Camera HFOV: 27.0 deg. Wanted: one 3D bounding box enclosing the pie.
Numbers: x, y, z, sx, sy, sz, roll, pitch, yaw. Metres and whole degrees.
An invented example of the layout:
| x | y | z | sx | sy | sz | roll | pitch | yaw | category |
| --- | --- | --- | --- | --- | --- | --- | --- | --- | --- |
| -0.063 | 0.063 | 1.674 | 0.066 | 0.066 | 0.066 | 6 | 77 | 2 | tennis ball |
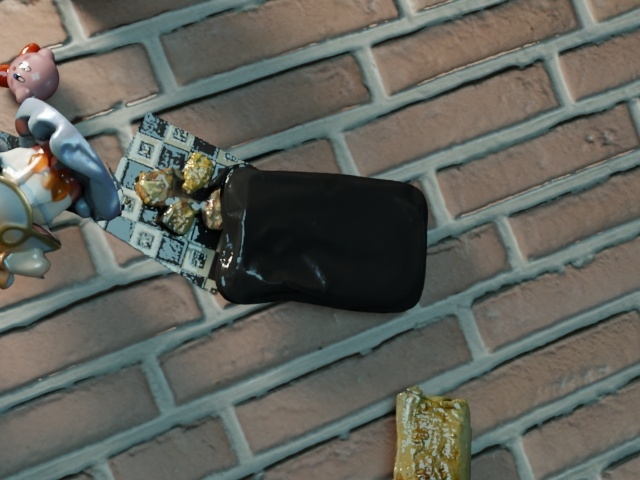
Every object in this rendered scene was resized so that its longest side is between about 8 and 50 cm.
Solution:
| x | y | z | sx | sy | sz | roll | pitch | yaw | category |
| --- | --- | --- | --- | --- | --- | --- | --- | --- | --- |
| 0.156 | 0.347 | 1.882 | 0.128 | 0.068 | 0.282 | 5 | 81 | -20 | pie |

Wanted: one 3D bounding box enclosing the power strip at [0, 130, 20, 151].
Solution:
| x | y | z | sx | sy | sz | roll | pitch | yaw | category |
| --- | --- | --- | --- | --- | --- | --- | --- | --- | --- |
| -0.422 | -0.124 | 1.752 | 0.111 | 0.029 | 0.038 | 21 | 83 | -15 | power strip |

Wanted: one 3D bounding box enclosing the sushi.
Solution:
| x | y | z | sx | sy | sz | roll | pitch | yaw | category |
| --- | --- | --- | --- | --- | --- | --- | --- | --- | --- |
| -0.182 | -0.056 | 1.824 | 0.210 | 0.040 | 0.193 | 30 | 75 | -14 | sushi |

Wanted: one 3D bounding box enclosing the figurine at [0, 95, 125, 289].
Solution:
| x | y | z | sx | sy | sz | roll | pitch | yaw | category |
| --- | --- | --- | --- | --- | --- | --- | --- | --- | --- |
| -0.458 | 0.010 | 1.619 | 0.388 | 0.248 | 0.276 | -43 | 96 | -22 | figurine |

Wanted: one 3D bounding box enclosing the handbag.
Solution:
| x | y | z | sx | sy | sz | roll | pitch | yaw | category |
| --- | --- | --- | --- | --- | --- | --- | --- | --- | --- |
| -0.003 | 0.000 | 1.852 | 0.332 | 0.075 | 0.192 | 5 | 88 | -26 | handbag |

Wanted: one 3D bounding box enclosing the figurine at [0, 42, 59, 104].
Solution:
| x | y | z | sx | sy | sz | roll | pitch | yaw | category |
| --- | --- | --- | --- | --- | --- | --- | --- | --- | --- |
| -0.379 | -0.217 | 1.759 | 0.083 | 0.071 | 0.067 | -53 | 143 | -9 | figurine |
